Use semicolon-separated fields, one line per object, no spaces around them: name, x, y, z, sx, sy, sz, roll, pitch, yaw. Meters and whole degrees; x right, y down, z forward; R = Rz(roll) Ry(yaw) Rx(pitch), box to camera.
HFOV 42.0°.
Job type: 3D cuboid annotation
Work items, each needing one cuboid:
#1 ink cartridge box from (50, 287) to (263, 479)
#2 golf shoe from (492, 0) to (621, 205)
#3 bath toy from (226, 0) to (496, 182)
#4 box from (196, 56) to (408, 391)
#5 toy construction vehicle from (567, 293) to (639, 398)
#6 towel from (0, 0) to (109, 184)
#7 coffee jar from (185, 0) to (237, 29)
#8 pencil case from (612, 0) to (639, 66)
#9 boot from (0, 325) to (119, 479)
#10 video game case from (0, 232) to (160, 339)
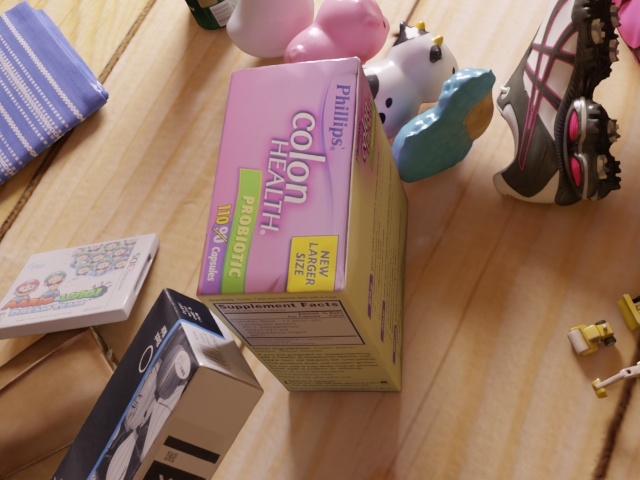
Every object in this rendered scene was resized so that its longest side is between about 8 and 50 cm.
ink cartridge box;-0.171;0.214;0.683;0.333;0.065;0.165;-61;26;5
golf shoe;0.231;-0.170;0.829;0.120;0.105;0.273;-1;78;35
bath toy;0.032;-0.216;0.922;0.151;0.129;0.348;-30;56;-29
box;0.000;0.000;0.750;0.117;0.243;0.213;-2;63;15
toy construction vehicle;0.277;0.089;0.741;0.098;0.035;0.086;-19;59;6
towel;-0.456;-0.151;1.091;0.336;0.040;0.243;-40;61;-4
coffee jar;-0.154;-0.351;1.016;0.079;0.184;0.096;-23;58;3
pencil case;0.356;-0.206;0.839;0.095;0.098;0.209;-31;55;20
boot;-0.351;0.159;0.865;0.269;0.089;0.236;-34;61;-7
video game case;-0.263;0.047;0.893;0.157;0.019;0.143;-10;31;11
